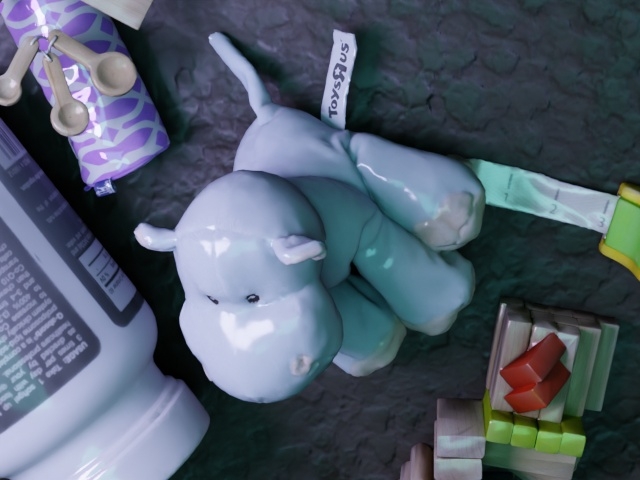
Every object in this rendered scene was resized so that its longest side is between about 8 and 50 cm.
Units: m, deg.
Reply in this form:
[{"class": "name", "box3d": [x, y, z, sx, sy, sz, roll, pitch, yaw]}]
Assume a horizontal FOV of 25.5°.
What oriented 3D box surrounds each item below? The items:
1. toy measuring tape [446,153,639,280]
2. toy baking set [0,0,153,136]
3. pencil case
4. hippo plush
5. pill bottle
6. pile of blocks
[{"class": "toy measuring tape", "box3d": [0.258, -0.003, 1.159, 0.330, 0.121, 0.121, 15, 107, 0]}, {"class": "toy baking set", "box3d": [-0.247, -0.180, 1.081, 0.256, 0.030, 0.197, 3, 77, -14]}, {"class": "pencil case", "box3d": [-0.202, -0.143, 1.173, 0.088, 0.086, 0.206, -15, 105, 36]}, {"class": "hippo plush", "box3d": [0.000, 0.000, 1.100, 0.234, 0.236, 0.294, 1, 108, 15]}, {"class": "pill bottle", "box3d": [-0.267, 0.064, 1.170, 0.210, 0.210, 0.363, -34, 101, 13]}, {"class": "pile of blocks", "box3d": [0.139, 0.216, 1.234, 0.149, 0.112, 0.362, 33, 107, -5]}]
